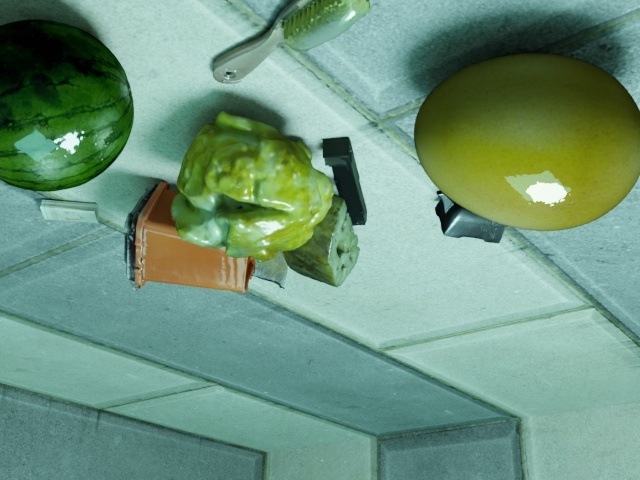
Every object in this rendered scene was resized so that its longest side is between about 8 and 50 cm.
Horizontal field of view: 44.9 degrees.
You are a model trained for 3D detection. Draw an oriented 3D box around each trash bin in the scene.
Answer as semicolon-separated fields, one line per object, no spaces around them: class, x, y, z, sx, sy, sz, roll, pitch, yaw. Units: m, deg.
trash bin;-0.239;0.016;1.460;0.239;0.161;0.184;13;125;1

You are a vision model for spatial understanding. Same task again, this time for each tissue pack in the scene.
tissue pack;-0.505;-0.058;1.565;0.108;0.023;0.056;5;153;-8

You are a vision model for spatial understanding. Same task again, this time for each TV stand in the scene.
TV stand;0.048;-0.101;1.429;0.049;0.040;0.256;-3;153;9

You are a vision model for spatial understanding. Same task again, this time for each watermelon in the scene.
watermelon;-0.381;-0.184;1.071;0.242;0.242;0.242;1;154;1

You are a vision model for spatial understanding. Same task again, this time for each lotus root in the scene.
lotus root;0.000;0.000;1.503;0.119;0.138;0.235;14;152;18

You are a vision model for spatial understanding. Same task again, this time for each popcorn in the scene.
popcorn;-0.104;-0.078;1.285;0.276;0.225;0.276;25;-171;-4

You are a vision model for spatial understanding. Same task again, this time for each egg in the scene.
egg;0.294;-0.141;1.104;0.323;0.250;0.250;9;154;5

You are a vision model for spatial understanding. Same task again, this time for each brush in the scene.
brush;-0.049;-0.273;1.067;0.313;0.067;0.072;-20;147;41

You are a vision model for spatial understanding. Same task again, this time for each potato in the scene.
potato;-0.157;0.019;1.665;0.120;0.100;0.261;32;-175;28

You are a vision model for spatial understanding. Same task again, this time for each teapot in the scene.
teapot;0.294;-0.063;1.459;0.177;0.087;0.096;9;129;-15
